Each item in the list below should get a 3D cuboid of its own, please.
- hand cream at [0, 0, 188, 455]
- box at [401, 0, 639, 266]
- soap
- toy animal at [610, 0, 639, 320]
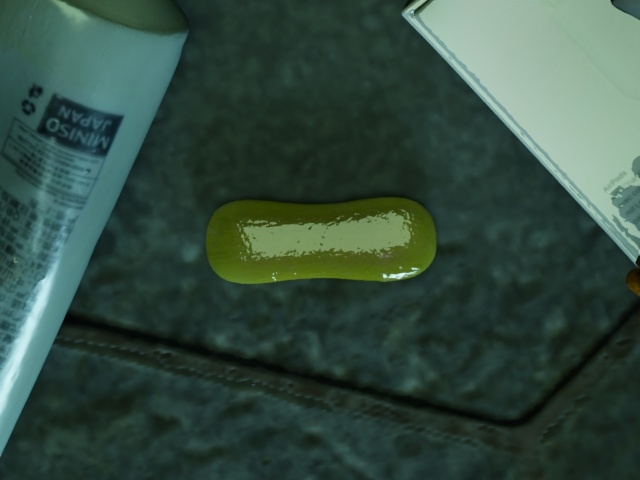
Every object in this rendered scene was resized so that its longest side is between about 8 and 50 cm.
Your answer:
[{"bbox_3d":[-0.142,0.008,0.758,0.124,0.078,0.340,30,110,-2],"label":"hand cream"},{"bbox_3d":[0.120,-0.081,0.715,0.130,0.051,0.129,-43,94,10],"label":"box"},{"bbox_3d":[0.000,0.000,0.761,0.089,0.012,0.034,-2,101,5],"label":"soap"},{"bbox_3d":[0.250,-0.036,0.632,0.302,0.225,0.284,-36,96,15],"label":"toy animal"}]
